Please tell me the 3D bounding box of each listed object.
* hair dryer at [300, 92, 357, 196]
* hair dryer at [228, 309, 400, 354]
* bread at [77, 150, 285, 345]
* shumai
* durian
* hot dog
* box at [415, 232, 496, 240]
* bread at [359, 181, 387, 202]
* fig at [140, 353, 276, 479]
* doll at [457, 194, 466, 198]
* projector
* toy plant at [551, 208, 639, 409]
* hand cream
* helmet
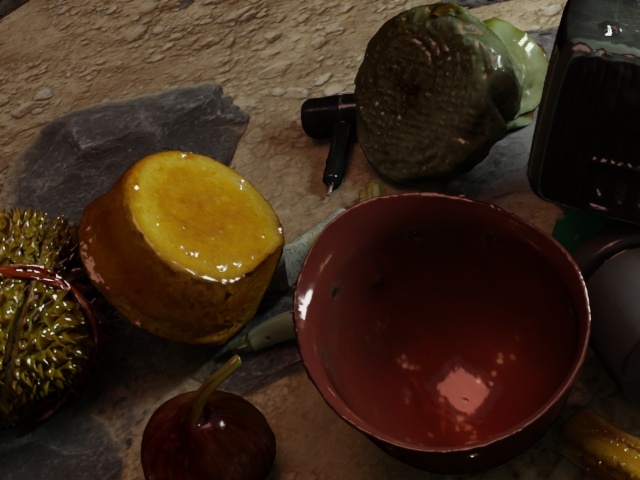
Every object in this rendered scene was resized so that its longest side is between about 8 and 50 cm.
[{"bbox_3d":[0.023,-0.158,2.155,0.124,0.071,0.219,-7,49,20],"label":"hair dryer"},{"bbox_3d":[0.039,0.057,1.879,0.298,0.119,0.296,-7,33,36],"label":"hair dryer"},{"bbox_3d":[-0.199,0.005,1.880,0.172,0.312,0.312,-53,22,35],"label":"bread"},{"bbox_3d":[0.237,-0.234,2.077,0.263,0.304,0.309,-6,41,-41],"label":"shumai"},{"bbox_3d":[-0.470,0.114,1.870,0.348,0.347,0.384,-18,12,4],"label":"durian"},{"bbox_3d":[0.392,0.277,1.474,0.088,0.061,0.286,-33,39,-20],"label":"hot dog"},{"bbox_3d":[0.197,0.020,1.787,0.111,0.177,0.111,-43,0,0],"label":"box"},{"bbox_3d":[0.084,-0.058,2.025,0.049,0.033,0.088,-27,33,16],"label":"bread"},{"bbox_3d":[-0.154,0.251,1.636,0.175,0.207,0.175,-7,50,8],"label":"fig"},{"bbox_3d":[0.209,-0.016,1.884,0.179,0.102,0.089,16,13,38],"label":"doll"},{"bbox_3d":[0.487,-0.176,1.660,0.395,0.242,0.405,15,25,9],"label":"projector"},{"bbox_3d":[0.383,0.054,1.654,0.279,0.185,0.400,-44,27,17],"label":"toy plant"},{"bbox_3d":[0.000,0.000,1.953,0.042,0.067,0.194,11,31,28],"label":"hand cream"},{"bbox_3d":[0.157,0.143,1.593,0.337,0.230,0.385,-39,52,-13],"label":"helmet"}]
